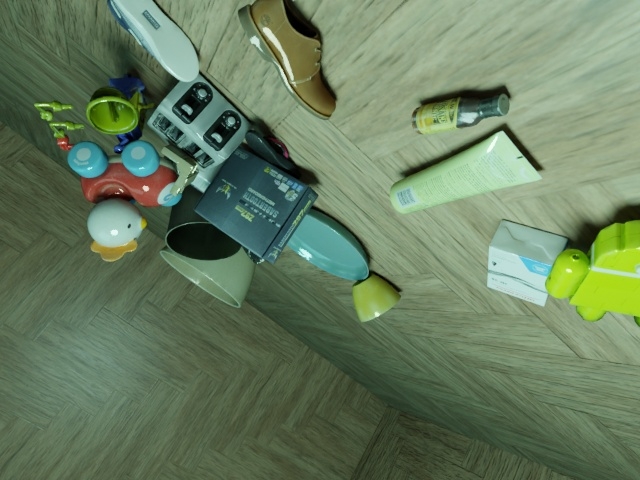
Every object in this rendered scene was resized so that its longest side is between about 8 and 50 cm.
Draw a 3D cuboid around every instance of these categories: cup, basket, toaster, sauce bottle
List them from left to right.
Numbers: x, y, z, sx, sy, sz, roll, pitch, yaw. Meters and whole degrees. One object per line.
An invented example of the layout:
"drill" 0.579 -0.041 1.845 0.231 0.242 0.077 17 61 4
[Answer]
"toaster" -0.262 -0.247 0.944 0.168 0.110 0.186 43 158 -23
"basket" -0.326 -0.081 1.219 0.204 0.226 0.154 15 133 -37
"cup" -0.355 0.046 1.564 0.331 0.237 0.331 28 159 12
"sauce bottle" 0.178 -0.165 0.573 0.128 0.042 0.042 2 143 52

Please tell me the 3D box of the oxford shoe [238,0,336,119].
"oxford shoe" -0.023 -0.256 0.638 0.076 0.076 0.212 -24 144 19

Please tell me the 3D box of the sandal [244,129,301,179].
"sandal" -0.096 -0.189 0.944 0.067 0.040 0.179 25 173 37

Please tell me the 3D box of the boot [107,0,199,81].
"boot" -0.300 -0.371 0.802 0.086 0.069 0.190 15 146 56

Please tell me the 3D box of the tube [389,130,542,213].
"tube" 0.206 -0.093 0.681 0.070 0.062 0.240 -3 173 -30

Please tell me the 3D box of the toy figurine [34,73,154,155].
"toy figurine" -0.471 -0.299 1.000 0.191 0.217 0.362 0 163 -8

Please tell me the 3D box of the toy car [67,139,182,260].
"toy car" -0.430 -0.067 0.991 0.211 0.237 0.219 -1 164 -2

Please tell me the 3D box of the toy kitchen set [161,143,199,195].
"toy kitchen set" -0.316 -0.158 0.979 0.075 0.083 0.068 35 -158 -6

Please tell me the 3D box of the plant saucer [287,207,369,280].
"plant saucer" 0.000 0.000 1.210 0.318 0.043 0.317 29 160 12

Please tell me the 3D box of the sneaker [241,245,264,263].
"sneaker" -0.114 -0.041 1.112 0.100 0.108 0.271 52 144 4

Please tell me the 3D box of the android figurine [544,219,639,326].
"android figurine" 0.447 0.054 0.594 0.248 0.056 0.273 10 154 18

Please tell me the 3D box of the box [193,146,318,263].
"box" -0.147 -0.084 0.986 0.233 0.183 0.059 33 179 27

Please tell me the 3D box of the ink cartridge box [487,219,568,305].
"ink cartridge box" 0.352 0.051 0.770 0.104 0.060 0.180 20 156 30

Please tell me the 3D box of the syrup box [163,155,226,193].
"syrup box" -0.270 -0.171 1.125 0.237 0.096 0.093 36 158 -17

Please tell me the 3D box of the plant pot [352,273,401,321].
"plant pot" 0.142 0.150 1.240 0.095 0.134 0.134 58 157 -2
